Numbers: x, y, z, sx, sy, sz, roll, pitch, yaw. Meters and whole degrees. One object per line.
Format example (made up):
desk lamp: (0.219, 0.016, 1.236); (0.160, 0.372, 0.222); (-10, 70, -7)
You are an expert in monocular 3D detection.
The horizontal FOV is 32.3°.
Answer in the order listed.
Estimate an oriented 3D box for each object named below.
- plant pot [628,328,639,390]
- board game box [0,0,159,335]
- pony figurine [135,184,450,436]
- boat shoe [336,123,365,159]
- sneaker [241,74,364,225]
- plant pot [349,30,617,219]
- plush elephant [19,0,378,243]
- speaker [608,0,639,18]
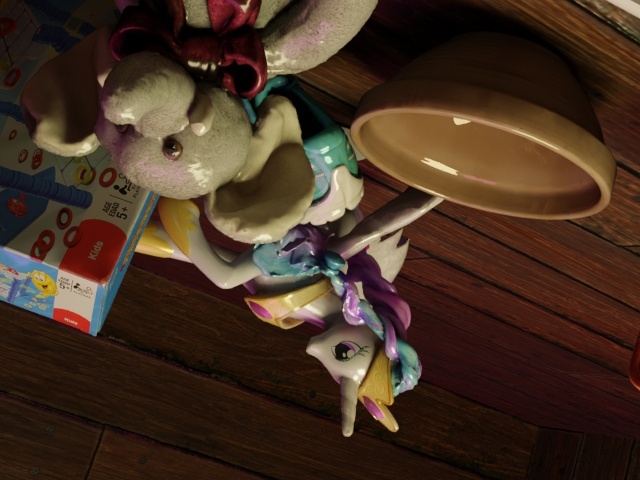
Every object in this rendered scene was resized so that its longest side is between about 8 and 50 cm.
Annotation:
plant pot: (0.446, 0.071, 0.936); (0.267, 0.267, 0.236); (9, 157, 32)
board game box: (-0.273, -0.114, 0.945); (0.302, 0.308, 0.086); (20, 145, -4)
pony figurine: (0.000, 0.000, 1.191); (0.363, 0.351, 0.303); (36, 140, 6)
boat shoe: (0.011, -0.124, 1.306); (0.100, 0.035, 0.035); (18, -165, -16)
sneaker: (-0.045, -0.132, 1.072); (0.275, 0.107, 0.110); (45, 159, 39)
plant pot: (0.153, -0.111, 0.989); (0.237, 0.110, 0.237); (17, 166, 4)
plush elephant: (-0.100, -0.150, 0.829); (0.272, 0.255, 0.330); (15, 167, 9)
speaker: (0.224, -0.176, 0.744); (0.136, 0.055, 0.055); (23, 166, -19)
